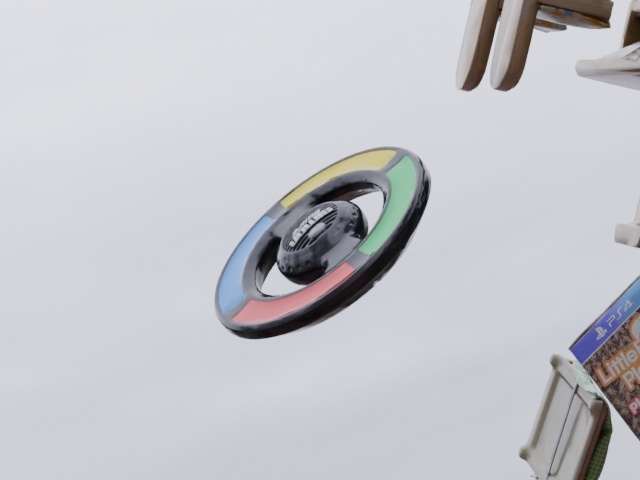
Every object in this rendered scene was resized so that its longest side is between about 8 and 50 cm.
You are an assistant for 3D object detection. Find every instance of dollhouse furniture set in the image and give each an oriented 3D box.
[{"bbox_3d":[0.336,0.312,2.292,0.151,0.197,0.301,14,-77,-13],"label":"dollhouse furniture set"},{"bbox_3d":[0.336,-0.116,1.685,0.362,0.256,0.394,12,2,-10],"label":"dollhouse furniture set"}]

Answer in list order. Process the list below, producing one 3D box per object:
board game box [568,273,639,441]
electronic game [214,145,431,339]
[{"bbox_3d":[0.460,0.183,2.056,0.232,0.291,0.141,6,-48,-51],"label":"board game box"},{"bbox_3d":[0.000,0.000,1.629,0.229,0.229,0.048,-30,-63,19],"label":"electronic game"}]
